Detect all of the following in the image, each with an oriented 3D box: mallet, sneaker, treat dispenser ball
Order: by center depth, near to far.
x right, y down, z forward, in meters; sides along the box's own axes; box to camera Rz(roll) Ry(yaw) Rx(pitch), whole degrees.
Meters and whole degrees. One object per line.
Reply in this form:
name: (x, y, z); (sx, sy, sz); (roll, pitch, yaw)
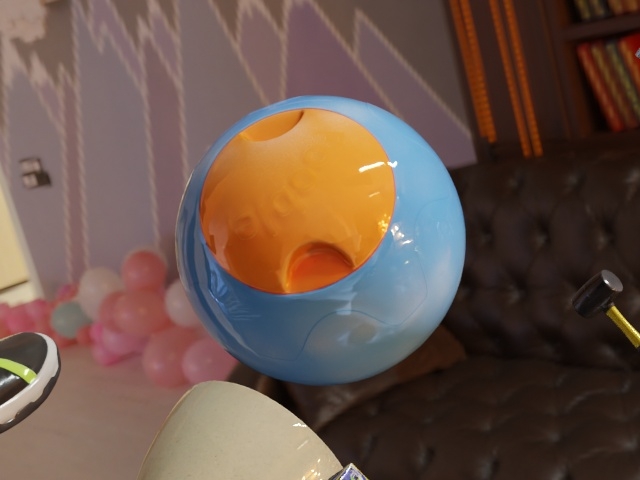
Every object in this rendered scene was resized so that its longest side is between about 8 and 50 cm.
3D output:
sneaker: (-0.278, 0.099, 0.752); (0.084, 0.097, 0.234); (0, 21, 39)
treat dispenser ball: (0.000, 0.000, 1.101); (0.288, 0.288, 0.288); (-15, 12, 3)
mallet: (0.391, 0.115, 1.343); (0.039, 0.189, 0.062); (-17, -35, -50)

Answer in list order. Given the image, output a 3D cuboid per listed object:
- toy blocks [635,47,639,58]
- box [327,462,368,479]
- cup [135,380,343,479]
toy blocks: (0.329, -0.188, 0.866); (0.123, 0.148, 0.054); (20, 36, -22)
box: (0.068, 0.333, 1.239); (0.054, 0.169, 0.059); (-43, -3, -37)
cup: (-0.144, 0.401, 1.562); (0.331, 0.331, 0.237); (-4, 30, 42)
